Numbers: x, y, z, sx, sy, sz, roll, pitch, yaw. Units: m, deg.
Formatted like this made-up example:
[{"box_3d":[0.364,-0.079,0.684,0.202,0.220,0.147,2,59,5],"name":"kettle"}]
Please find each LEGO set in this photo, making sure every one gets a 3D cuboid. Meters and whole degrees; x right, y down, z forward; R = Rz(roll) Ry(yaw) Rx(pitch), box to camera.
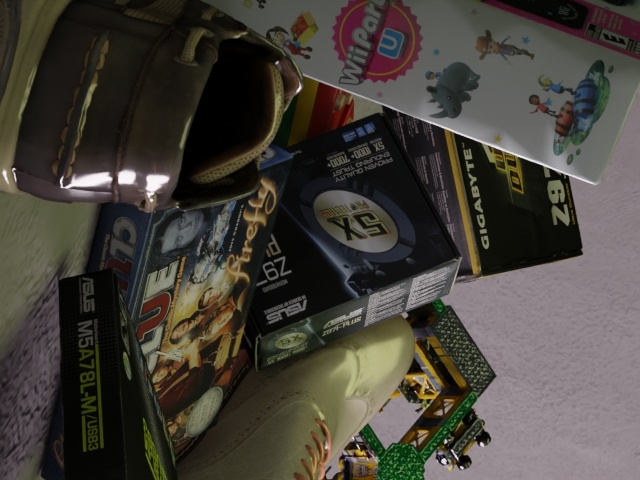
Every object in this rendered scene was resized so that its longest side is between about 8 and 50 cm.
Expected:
[{"box_3d":[0.008,0.106,1.749,0.192,0.331,0.255,-9,-141,53],"name":"LEGO set"}]

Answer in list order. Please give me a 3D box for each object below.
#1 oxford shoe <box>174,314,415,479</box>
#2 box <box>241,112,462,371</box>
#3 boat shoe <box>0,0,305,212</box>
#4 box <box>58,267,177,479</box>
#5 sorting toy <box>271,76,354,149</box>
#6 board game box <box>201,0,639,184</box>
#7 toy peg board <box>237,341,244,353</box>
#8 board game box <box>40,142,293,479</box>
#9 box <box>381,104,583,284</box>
[{"box_3d":[-0.037,0.189,1.395,0.397,0.146,0.140,-42,128,-29],"name":"oxford shoe"},{"box_3d":[0.000,0.000,1.405,0.077,0.180,0.147,97,-30,-65],"name":"box"},{"box_3d":[-0.084,-0.066,0.927,0.355,0.130,0.132,-43,153,-76],"name":"boat shoe"},{"box_3d":[-0.123,0.147,1.095,0.184,0.045,0.191,-105,-179,-48],"name":"box"},{"box_3d":[-0.001,-0.158,1.528,0.255,0.089,0.257,89,22,-73],"name":"sorting toy"},{"box_3d":[0.081,-0.170,1.219,0.224,0.303,0.097,-59,167,-62],"name":"board game box"},{"box_3d":[-0.018,0.052,1.512,0.161,0.079,0.161,-29,139,-8],"name":"toy peg board"},{"box_3d":[-0.110,0.054,1.242,0.165,0.042,0.243,-26,139,-52],"name":"board game box"},{"box_3d":[0.158,-0.124,1.761,0.257,0.079,0.322,-8,86,-60],"name":"box"}]
